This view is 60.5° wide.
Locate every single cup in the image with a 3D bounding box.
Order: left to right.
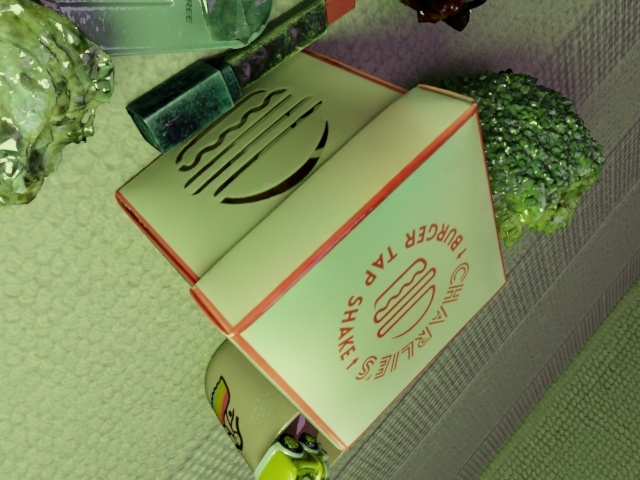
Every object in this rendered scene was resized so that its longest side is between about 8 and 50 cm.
[{"bbox_3d":[-0.070,0.274,0.873,0.191,0.200,0.253,-15,126,-36],"label":"cup"}]

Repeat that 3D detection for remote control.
[{"bbox_3d":[-0.154,-0.242,0.542,0.247,0.052,0.104,-17,130,-36],"label":"remote control"}]

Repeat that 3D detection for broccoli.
[{"bbox_3d":[0.289,-0.130,0.895,0.338,0.277,0.317,-38,158,-5],"label":"broccoli"}]

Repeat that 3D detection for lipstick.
[{"bbox_3d":[-0.077,-0.212,0.641,0.312,0.051,0.051,-40,137,-19],"label":"lipstick"}]

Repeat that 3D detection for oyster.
[{"bbox_3d":[-0.307,-0.097,0.447,0.267,0.112,0.198,-44,134,6],"label":"oyster"}]

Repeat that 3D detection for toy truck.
[{"bbox_3d":[-0.026,0.306,0.722,0.111,0.077,0.076,23,100,-49],"label":"toy truck"}]

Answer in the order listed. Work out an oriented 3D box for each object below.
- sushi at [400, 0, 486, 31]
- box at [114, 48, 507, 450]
[{"bbox_3d":[0.156,-0.360,0.683,0.150,0.153,0.172,-36,161,-50],"label":"sushi"},{"bbox_3d":[0.000,0.000,0.669,0.314,0.300,0.312,-43,139,-11],"label":"box"}]
